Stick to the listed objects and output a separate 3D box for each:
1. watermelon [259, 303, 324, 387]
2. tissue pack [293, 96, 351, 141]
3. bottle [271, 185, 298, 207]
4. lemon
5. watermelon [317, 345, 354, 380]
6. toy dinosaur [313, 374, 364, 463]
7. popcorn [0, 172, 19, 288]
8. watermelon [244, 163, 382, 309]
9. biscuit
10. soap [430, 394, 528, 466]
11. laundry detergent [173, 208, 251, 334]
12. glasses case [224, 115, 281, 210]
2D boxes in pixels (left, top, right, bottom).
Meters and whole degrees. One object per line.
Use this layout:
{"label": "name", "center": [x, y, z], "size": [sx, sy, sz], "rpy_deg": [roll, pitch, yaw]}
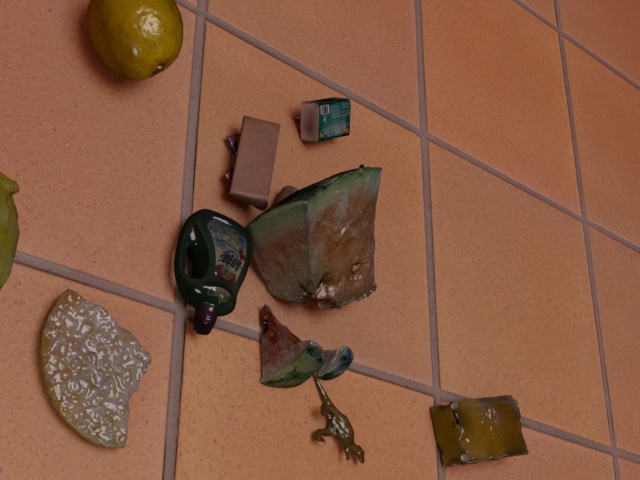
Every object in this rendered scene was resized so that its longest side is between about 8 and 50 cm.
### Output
{"label": "watermelon", "center": [-0.068, 0.211, 1.850], "size": [0.158, 0.121, 0.098], "rpy_deg": [35, 6, 38]}
{"label": "tissue pack", "center": [0.002, -0.263, 2.138], "size": [0.111, 0.079, 0.085], "rpy_deg": [-19, 116, -48]}
{"label": "bottle", "center": [-0.074, -0.064, 1.978], "size": [0.045, 0.045, 0.096], "rpy_deg": [46, 46, -19]}
{"label": "lemon", "center": [-0.336, -0.391, 1.796], "size": [0.170, 0.170, 0.207], "rpy_deg": [-9, 69, -47]}
{"label": "watermelon", "center": [0.028, 0.228, 1.927], "size": [0.061, 0.085, 0.085], "rpy_deg": [39, 34, 27]}
{"label": "toy dinosaur", "center": [0.036, 0.341, 1.897], "size": [0.126, 0.039, 0.162], "rpy_deg": [30, 42, -39]}
{"label": "popcorn", "center": [-0.549, -0.013, 1.317], "size": [0.312, 0.312, 0.312], "rpy_deg": [22, 56, -36]}
{"label": "watermelon", "center": [-0.012, -0.010, 1.919], "size": [0.264, 0.151, 0.302], "rpy_deg": [-27, 127, -47]}
{"label": "biscuit", "center": [-0.354, 0.201, 1.569], "size": [0.188, 0.040, 0.265], "rpy_deg": [-7, 77, -46]}
{"label": "soap", "center": [0.346, 0.408, 2.137], "size": [0.233, 0.076, 0.135], "rpy_deg": [6, 67, -44]}
{"label": "laundry detergent", "center": [-0.201, 0.060, 1.768], "size": [0.144, 0.078, 0.222], "rpy_deg": [32, 53, -28]}
{"label": "glasses case", "center": [-0.144, -0.148, 1.947], "size": [0.102, 0.070, 0.193], "rpy_deg": [12, 60, -9]}
